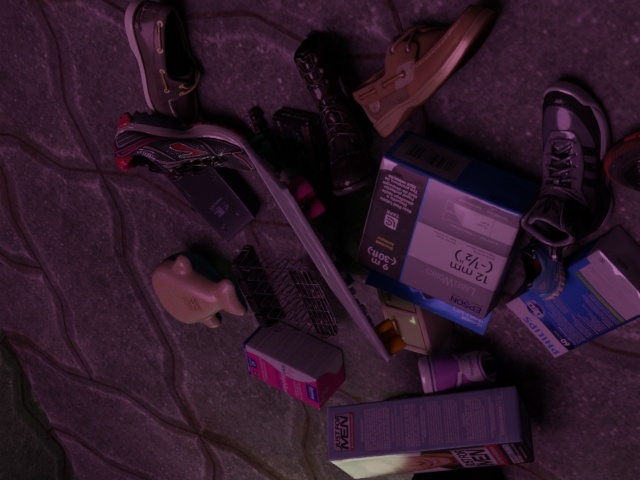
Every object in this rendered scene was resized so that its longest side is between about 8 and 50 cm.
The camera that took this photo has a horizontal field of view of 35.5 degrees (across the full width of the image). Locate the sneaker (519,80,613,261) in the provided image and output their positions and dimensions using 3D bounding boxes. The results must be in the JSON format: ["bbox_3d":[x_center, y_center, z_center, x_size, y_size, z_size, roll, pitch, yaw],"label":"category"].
[{"bbox_3d":[0.366,-0.095,1.508,0.101,0.153,0.269,11,132,39],"label":"sneaker"}]

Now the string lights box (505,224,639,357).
[{"bbox_3d":[0.445,0.092,1.683,0.133,0.077,0.259,47,145,-1],"label":"string lights box"}]

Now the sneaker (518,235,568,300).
[{"bbox_3d":[0.361,0.013,1.633,0.073,0.162,0.063,16,156,-25],"label":"sneaker"}]

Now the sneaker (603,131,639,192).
[{"bbox_3d":[0.509,-0.085,1.388,0.276,0.135,0.098,12,135,40],"label":"sneaker"}]

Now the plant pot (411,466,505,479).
[{"bbox_3d":[0.318,0.576,2.225,0.167,0.187,0.188,-4,123,34],"label":"plant pot"}]

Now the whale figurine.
[{"bbox_3d":[-0.274,0.108,2.395,0.272,0.141,0.216,2,126,40],"label":"whale figurine"}]

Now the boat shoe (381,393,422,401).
[{"bbox_3d":[0.246,0.432,2.185,0.355,0.132,0.130,1,127,46],"label":"boat shoe"}]

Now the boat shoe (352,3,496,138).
[{"bbox_3d":[0.149,-0.278,1.579,0.110,0.121,0.341,46,147,-2],"label":"boat shoe"}]

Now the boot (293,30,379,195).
[{"bbox_3d":[0.014,-0.219,1.697,0.091,0.263,0.229,-21,120,12],"label":"boot"}]

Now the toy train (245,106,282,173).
[{"bbox_3d":[-0.115,-0.201,2.016,0.036,0.027,0.158,21,140,47],"label":"toy train"}]

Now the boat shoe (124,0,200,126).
[{"bbox_3d":[-0.297,-0.338,1.990,0.091,0.109,0.305,12,139,27],"label":"boat shoe"}]

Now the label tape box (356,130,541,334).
[{"bbox_3d":[0.202,0.017,1.726,0.249,0.115,0.348,24,128,15],"label":"label tape box"}]

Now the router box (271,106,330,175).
[{"bbox_3d":[-0.036,-0.192,1.929,0.092,0.038,0.122,17,137,36],"label":"router box"}]

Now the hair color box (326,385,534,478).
[{"bbox_3d":[0.217,0.383,1.970,0.374,0.114,0.185,-9,153,16],"label":"hair color box"}]

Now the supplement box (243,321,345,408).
[{"bbox_3d":[-0.062,0.289,2.378,0.220,0.114,0.111,21,137,29],"label":"supplement box"}]

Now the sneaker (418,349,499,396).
[{"bbox_3d":[0.282,0.287,2.030,0.282,0.161,0.102,74,-175,-75],"label":"sneaker"}]

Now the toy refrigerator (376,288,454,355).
[{"bbox_3d":[0.172,0.093,1.952,0.102,0.094,0.269,13,134,38],"label":"toy refrigerator"}]

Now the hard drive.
[{"bbox_3d":[-0.247,-0.127,2.200,0.255,0.054,0.172,48,145,-3],"label":"hard drive"}]

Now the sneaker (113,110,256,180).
[{"bbox_3d":[-0.271,-0.174,2.046,0.299,0.112,0.121,8,159,-2],"label":"sneaker"}]

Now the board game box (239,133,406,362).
[{"bbox_3d":[0.000,0.000,1.888,0.390,0.050,0.390,59,177,-24],"label":"board game box"}]

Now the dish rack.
[{"bbox_3d":[-0.070,0.121,2.255,0.271,0.074,0.208,3,128,42],"label":"dish rack"}]
